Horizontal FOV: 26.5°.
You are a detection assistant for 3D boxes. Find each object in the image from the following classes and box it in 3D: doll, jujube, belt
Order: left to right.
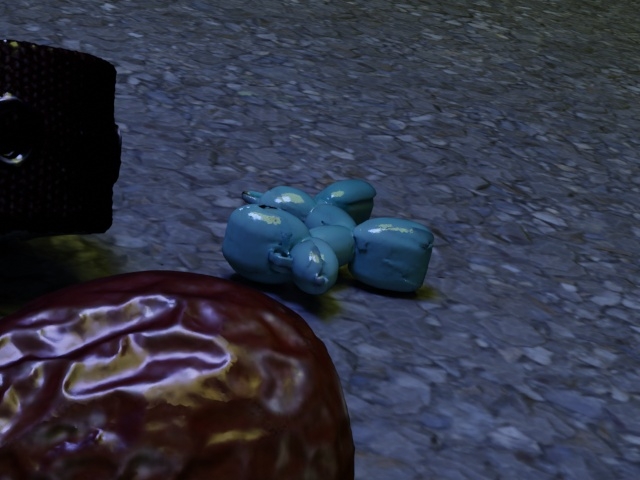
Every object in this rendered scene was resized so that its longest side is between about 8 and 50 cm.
[{"bbox_3d":[-0.276,-0.054,0.879,0.289,0.164,0.184,3,-3,-19],"label":"belt"},{"bbox_3d":[-0.103,0.098,0.603,0.236,0.168,0.168,-9,26,-12],"label":"jujube"},{"bbox_3d":[0.000,0.000,1.015,0.159,0.059,0.159,4,24,-25],"label":"doll"}]
